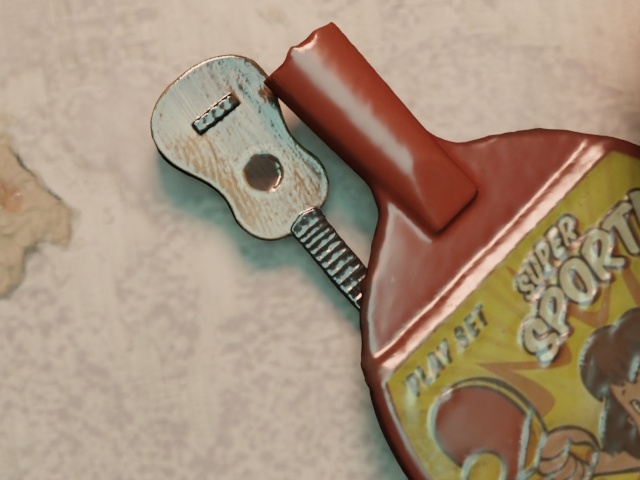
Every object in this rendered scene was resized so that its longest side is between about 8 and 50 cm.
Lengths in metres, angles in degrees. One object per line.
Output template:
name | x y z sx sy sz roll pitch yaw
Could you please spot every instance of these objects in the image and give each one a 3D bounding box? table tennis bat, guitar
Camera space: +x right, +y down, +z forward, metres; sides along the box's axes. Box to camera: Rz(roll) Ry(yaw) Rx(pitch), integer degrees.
table tennis bat | 0.127 0.033 0.679 0.268 0.051 0.414 -44 92 -11
guitar | 0.000 0.001 0.702 0.084 0.038 0.271 -41 91 -7
